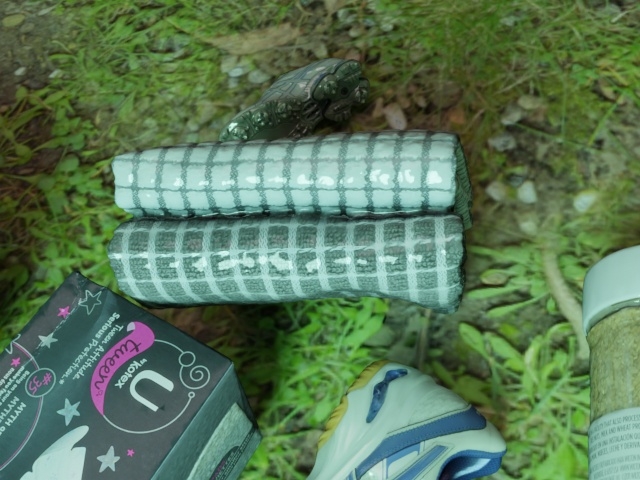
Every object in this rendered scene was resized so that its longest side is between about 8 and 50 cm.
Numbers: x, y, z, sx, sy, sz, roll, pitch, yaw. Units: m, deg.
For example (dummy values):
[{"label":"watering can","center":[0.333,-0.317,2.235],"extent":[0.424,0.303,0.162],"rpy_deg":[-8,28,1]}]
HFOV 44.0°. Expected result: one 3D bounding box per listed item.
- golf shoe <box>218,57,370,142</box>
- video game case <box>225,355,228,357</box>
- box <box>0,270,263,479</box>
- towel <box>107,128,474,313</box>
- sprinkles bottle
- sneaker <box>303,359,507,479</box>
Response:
[{"label":"golf shoe","center":[-0.036,-0.140,0.841],"extent":[0.176,0.069,0.086],"rpy_deg":[-29,37,-14]},{"label":"video game case","center":[-0.179,0.209,0.632],"extent":[0.210,0.041,0.232],"rpy_deg":[-4,57,5]},{"label":"box","center":[-0.166,0.179,0.526],"extent":[0.142,0.163,0.247],"rpy_deg":[27,65,19]},{"label":"towel","center":[0.000,0.000,0.616],"extent":[0.235,0.284,0.121],"rpy_deg":[-3,84,12]},{"label":"sprinkles bottle","center":[0.244,0.177,0.542],"extent":[0.121,0.121,0.355],"rpy_deg":[4,58,11]},{"label":"sneaker","center":[0.027,0.223,0.551],"extent":[0.131,0.111,0.296],"rpy_deg":[25,64,22]}]
